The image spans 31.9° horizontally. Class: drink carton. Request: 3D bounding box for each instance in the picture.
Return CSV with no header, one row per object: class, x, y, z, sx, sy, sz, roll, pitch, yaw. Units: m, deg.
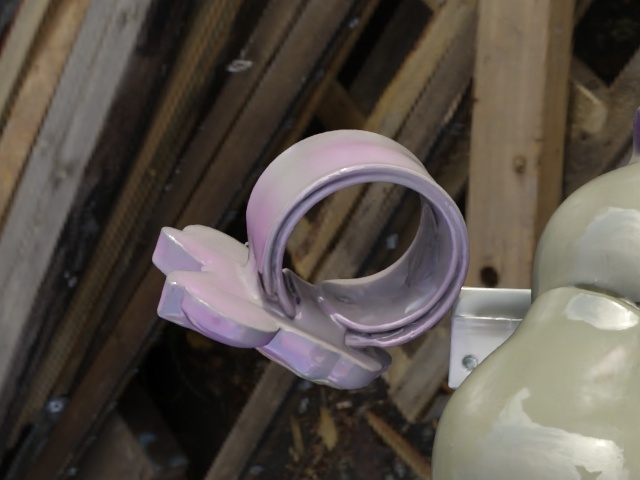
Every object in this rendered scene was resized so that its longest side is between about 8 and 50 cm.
drink carton,0.204,0.112,1.173,0.130,0.315,0.107,0,83,8

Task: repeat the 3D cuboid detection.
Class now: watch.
watch,0.000,0.000,1.026,0.217,0.248,0.211,-57,22,14

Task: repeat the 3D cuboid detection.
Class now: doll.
doll,0.213,0.111,0.798,0.226,0.215,0.370,24,65,32
